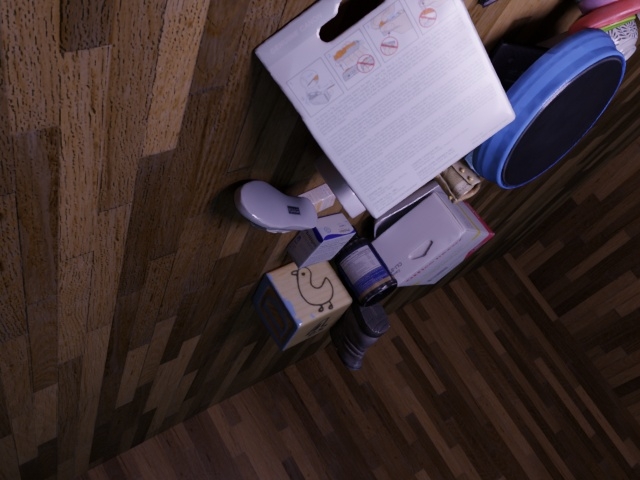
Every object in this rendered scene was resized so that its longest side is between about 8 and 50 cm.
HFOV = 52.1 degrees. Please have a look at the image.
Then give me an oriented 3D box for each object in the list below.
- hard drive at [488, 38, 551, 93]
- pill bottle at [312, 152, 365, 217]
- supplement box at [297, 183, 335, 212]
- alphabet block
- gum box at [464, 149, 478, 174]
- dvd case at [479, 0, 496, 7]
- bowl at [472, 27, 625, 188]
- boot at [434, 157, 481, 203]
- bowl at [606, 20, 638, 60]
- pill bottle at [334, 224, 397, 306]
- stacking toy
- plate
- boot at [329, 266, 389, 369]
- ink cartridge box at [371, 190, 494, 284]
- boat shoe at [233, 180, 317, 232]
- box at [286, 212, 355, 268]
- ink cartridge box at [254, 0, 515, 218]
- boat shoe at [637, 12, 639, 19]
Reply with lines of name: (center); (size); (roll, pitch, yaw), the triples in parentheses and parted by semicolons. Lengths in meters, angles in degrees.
hard drive: (0.415, -0.326, 1.465); (0.171, 0.054, 0.255); (5, 135, -14)
pill bottle: (0.159, -0.196, 1.302); (0.333, 0.188, 0.188); (-34, 163, 5)
supplement box: (-0.014, -0.091, 1.526); (0.098, 0.036, 0.062); (-26, 161, -22)
alphabet block: (-0.057, 0.176, 1.914); (0.197, 0.192, 0.193); (-23, 162, -31)
gum box: (0.508, -0.265, 1.973); (0.156, 0.041, 0.184); (-15, 154, -44)
dvd case: (0.366, -0.489, 1.102); (0.164, 0.018, 0.221); (-28, 172, -6)
bowl: (0.505, -0.273, 1.434); (0.391, 0.077, 0.391); (-33, 154, -18)
boot: (0.264, -0.184, 1.486); (0.095, 0.204, 0.262); (-39, 162, 21)
bowl: (0.774, -0.509, 1.723); (0.170, 0.080, 0.170); (-31, 163, -11)
pill bottle: (0.116, 0.070, 1.878); (0.122, 0.219, 0.123); (-29, 162, -11)
stacking toy: (0.631, -0.539, 1.438); (0.308, 0.131, 0.279); (-22, -175, -25)
plate: (0.267, -0.086, 2.021); (0.277, 0.045, 0.277); (-31, 162, -8)
boot: (0.082, 0.206, 2.005); (0.118, 0.338, 0.223); (8, 136, -23)
ink cartridge box: (0.357, 0.002, 2.071); (0.279, 0.160, 0.384); (-41, 162, 19)
boat shoe: (-0.108, -0.061, 1.369); (0.088, 0.096, 0.267); (-18, 171, 28)
box: (0.000, 0.000, 1.736); (0.126, 0.072, 0.137); (-15, 155, -45)
ink cartridge box: (0.112, -0.260, 1.073); (0.308, 0.091, 0.385); (-35, 126, 6)
boat shoe: (0.962, -0.617, 1.716); (0.324, 0.117, 0.097); (-15, 159, -32)
